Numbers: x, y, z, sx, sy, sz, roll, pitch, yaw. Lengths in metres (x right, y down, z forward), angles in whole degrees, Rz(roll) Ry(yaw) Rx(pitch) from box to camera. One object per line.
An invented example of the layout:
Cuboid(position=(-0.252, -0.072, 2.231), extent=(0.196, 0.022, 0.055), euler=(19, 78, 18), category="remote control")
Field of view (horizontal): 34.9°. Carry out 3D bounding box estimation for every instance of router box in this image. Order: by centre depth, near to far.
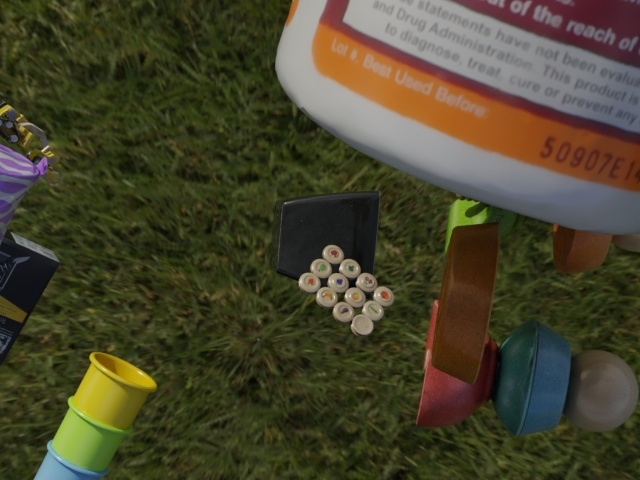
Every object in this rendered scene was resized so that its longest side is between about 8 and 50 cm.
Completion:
Cuboid(position=(-0.679, 0.072, 1.884), extent=(0.309, 0.081, 0.243), euler=(29, 93, -31), category="router box")

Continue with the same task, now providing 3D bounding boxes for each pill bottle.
Cuboid(position=(0.141, -0.221, 0.475), extent=(0.224, 0.224, 0.392), euler=(20, 110, -1), category="pill bottle")

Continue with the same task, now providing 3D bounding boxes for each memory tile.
Cuboid(position=(0.044, 0.082, 1.679), extent=(0.148, 0.012, 0.113), euler=(40, 54, 3), category="memory tile")

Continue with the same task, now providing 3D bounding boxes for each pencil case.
Cuboid(position=(-0.342, 0.002, 0.984), extent=(0.088, 0.086, 0.206), euler=(19, 110, -25), category="pencil case")

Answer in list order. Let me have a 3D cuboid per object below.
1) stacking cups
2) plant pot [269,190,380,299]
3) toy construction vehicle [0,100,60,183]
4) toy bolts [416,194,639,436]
Cuboid(position=(-0.326, 0.297, 1.285), extent=(0.096, 0.096, 0.316), euler=(31, 91, 0), category="stacking cups")
Cuboid(position=(0.000, 0.000, 1.819), extent=(0.167, 0.187, 0.188), euler=(4, 91, -9), category="plant pot")
Cuboid(position=(-0.299, -0.107, 1.036), extent=(0.035, 0.086, 0.098), euler=(-46, 127, -10), category="toy construction vehicle")
Cuboid(position=(0.158, 0.056, 0.697), extent=(0.158, 0.218, 0.228), euler=(9, 123, 5), category="toy bolts")
